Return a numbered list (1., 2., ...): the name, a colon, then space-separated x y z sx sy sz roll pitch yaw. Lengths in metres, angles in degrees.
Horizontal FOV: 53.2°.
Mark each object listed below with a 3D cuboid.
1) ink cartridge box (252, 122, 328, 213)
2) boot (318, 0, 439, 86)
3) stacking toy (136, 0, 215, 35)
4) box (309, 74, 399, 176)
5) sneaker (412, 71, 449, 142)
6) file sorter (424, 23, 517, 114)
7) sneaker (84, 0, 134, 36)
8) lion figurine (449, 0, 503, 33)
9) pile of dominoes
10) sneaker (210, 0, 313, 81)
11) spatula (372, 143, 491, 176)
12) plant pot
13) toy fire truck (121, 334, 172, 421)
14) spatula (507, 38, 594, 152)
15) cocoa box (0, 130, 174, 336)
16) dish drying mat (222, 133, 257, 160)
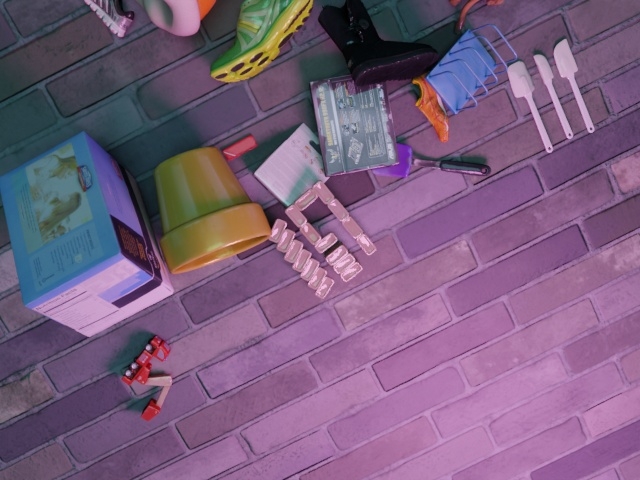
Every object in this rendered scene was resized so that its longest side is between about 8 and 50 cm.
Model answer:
1. ink cartridge box: -0.058 -0.177 1.578 0.145 0.045 0.179 45 77 -10
2. boot: 0.135 -0.471 1.475 0.246 0.094 0.207 -18 73 -26
3. stacking toy: -0.219 -0.702 1.368 0.480 0.350 0.351 -40 102 -15
4. box: 0.081 -0.280 1.538 0.182 0.056 0.231 -11 96 -1
5. sneaker: 0.269 -0.319 1.554 0.067 0.064 0.175 -19 91 4
6. file sorter: 0.355 -0.401 1.487 0.118 0.104 0.170 45 77 -19
7. sneaker: -0.492 -0.552 1.456 0.074 0.063 0.170 -40 106 5
8. lion figurine: 0.443 -0.635 1.406 0.142 0.240 0.392 32 98 -9
9. pile of dominoes: 0.000 0.000 1.591 0.196 0.040 0.251 -39 108 5
10. sneaker: -0.148 -0.485 1.483 0.295 0.109 0.123 -43 78 7
11. spatula: 0.280 -0.190 1.591 0.296 0.030 0.084 5 99 -4
12. plant pot: -0.271 -0.076 1.483 0.253 0.254 0.239 -22 87 1
13. toy fire truck: -0.432 0.354 1.646 0.135 0.047 0.192 38 96 -10
14. spatula: 0.577 -0.352 1.587 0.168 0.019 0.242 -27 103 -4
15. cocoa box: -0.512 -0.012 1.394 0.231 0.228 0.347 -28 61 3
16. dish drying mat: -0.197 -0.227 1.565 0.083 0.008 0.032 -28 101 2
